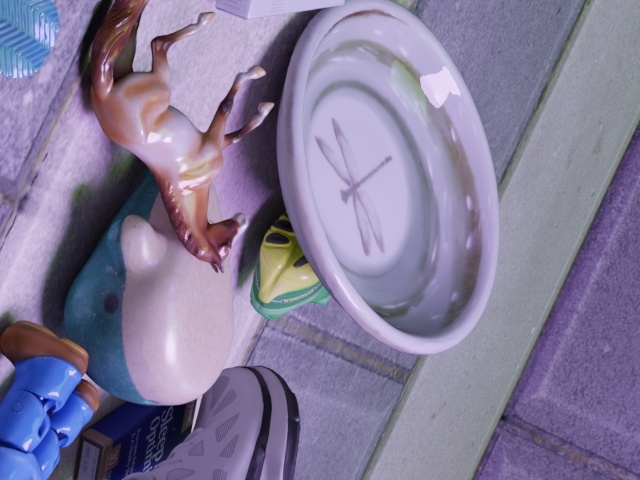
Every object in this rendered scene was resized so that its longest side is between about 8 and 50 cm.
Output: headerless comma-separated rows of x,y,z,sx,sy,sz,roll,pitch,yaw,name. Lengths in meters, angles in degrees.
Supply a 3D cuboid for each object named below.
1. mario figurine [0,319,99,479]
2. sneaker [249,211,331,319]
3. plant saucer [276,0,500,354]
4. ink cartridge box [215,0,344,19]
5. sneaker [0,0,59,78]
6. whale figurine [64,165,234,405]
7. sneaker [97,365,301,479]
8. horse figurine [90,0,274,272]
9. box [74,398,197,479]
-0.323,0.221,1.655,0.198,0.170,0.320,49,49,-29,mario figurine
0.000,0.000,2.204,0.295,0.109,0.123,-34,161,-53,sneaker
0.056,-0.067,2.089,0.400,0.100,0.400,22,63,-50,plant saucer
-0.011,-0.332,1.849,0.223,0.045,0.224,-21,131,-63,ink cartridge box
-0.284,-0.182,1.295,0.228,0.092,0.087,36,81,-50,sneaker
-0.163,0.019,1.795,0.216,0.141,0.272,38,53,-66,whale figurine
-0.165,0.241,1.866,0.447,0.257,0.169,-91,-161,-60,sneaker
-0.130,-0.117,1.692,0.174,0.066,0.263,-57,131,-20,horse figurine
-0.188,0.219,2.049,0.225,0.036,0.136,-38,146,-54,box
